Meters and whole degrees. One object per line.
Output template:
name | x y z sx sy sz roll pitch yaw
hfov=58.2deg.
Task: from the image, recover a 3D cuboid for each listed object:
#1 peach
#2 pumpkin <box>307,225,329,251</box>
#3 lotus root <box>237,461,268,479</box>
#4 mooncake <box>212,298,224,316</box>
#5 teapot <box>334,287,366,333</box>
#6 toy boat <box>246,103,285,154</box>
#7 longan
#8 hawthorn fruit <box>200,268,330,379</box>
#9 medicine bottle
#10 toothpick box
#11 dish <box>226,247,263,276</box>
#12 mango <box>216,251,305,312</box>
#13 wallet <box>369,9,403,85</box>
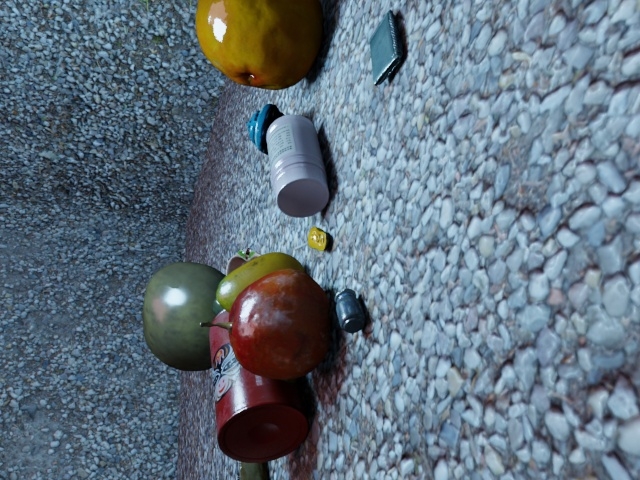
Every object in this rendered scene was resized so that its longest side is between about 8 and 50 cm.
peach | -0.164 -0.558 1.524 0.343 0.342 0.302 -177 97 -70
pumpkin | 0.001 -0.001 1.311 0.083 0.028 0.050 37 116 58
lotus root | -0.162 0.671 1.461 0.329 0.078 0.167 -106 7 -45
mooncake | -0.244 0.176 1.736 0.168 0.175 0.104 59 146 20
teapot | 0.060 0.136 1.083 0.049 0.063 0.083 -37 35 19
toy boat | -0.158 -0.303 1.607 0.299 0.092 0.134 -5 -73 -83
longan | -0.440 0.260 1.970 0.336 0.404 0.404 -45 -13 -45
hawthorn fruit | -0.116 0.180 1.213 0.242 0.271 0.242 177 90 -69
medicine bottle | -0.056 -0.183 1.390 0.250 0.133 0.133 -103 28 -43
toothpick box | -0.156 0.327 1.373 0.333 0.204 0.204 -109 32 -53
dish | -0.165 0.118 1.571 0.213 0.090 0.213 1 91 47
mango | -0.138 0.116 1.394 0.151 0.221 0.120 53 157 18
wallet | 0.126 -0.368 1.100 0.088 0.026 0.129 132 143 -51
